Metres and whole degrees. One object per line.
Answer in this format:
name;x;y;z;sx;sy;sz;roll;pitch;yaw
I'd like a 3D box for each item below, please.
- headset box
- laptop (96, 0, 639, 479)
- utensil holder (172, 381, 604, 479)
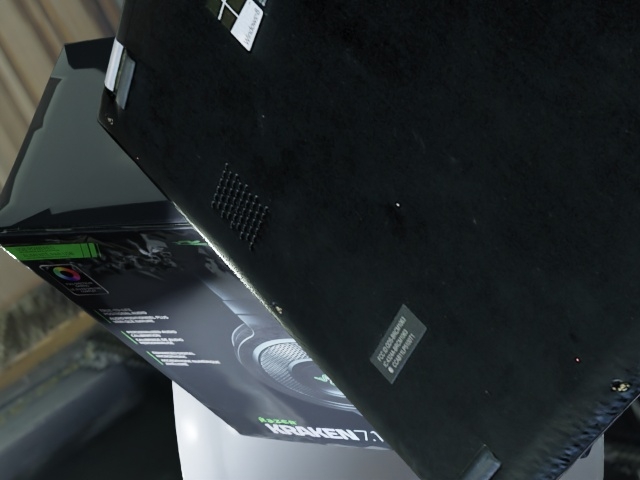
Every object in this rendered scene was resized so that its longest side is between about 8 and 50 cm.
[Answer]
headset box;0.000;0.000;0.726;0.246;0.283;0.131;-1;-121;31
laptop;0.067;-0.172;0.509;0.236;0.408;0.382;-30;159;-35
utensil holder;0.070;0.127;1.335;0.385;0.328;0.327;-6;-158;5
